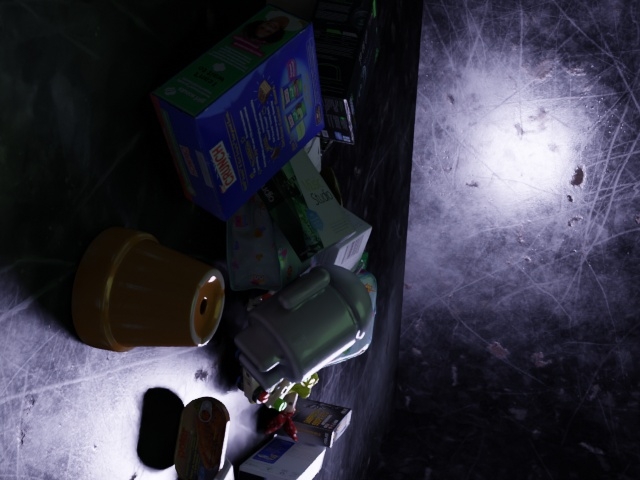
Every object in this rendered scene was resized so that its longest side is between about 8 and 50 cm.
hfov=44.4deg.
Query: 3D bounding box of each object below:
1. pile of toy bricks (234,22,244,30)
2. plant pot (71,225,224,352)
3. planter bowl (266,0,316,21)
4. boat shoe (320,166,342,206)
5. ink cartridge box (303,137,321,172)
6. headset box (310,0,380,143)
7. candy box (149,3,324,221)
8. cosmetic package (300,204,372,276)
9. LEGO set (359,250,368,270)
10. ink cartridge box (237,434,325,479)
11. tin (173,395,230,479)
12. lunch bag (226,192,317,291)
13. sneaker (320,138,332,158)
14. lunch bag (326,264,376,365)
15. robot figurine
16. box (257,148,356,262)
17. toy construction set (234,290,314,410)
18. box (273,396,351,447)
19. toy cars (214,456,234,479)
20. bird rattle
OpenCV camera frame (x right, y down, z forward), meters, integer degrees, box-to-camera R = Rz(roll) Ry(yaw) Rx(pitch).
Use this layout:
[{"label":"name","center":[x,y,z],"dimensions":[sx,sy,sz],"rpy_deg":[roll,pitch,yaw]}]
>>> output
[{"label":"pile of toy bricks","center":[-0.145,-0.342,1.637],"dimensions":[0.105,0.118,0.212],"rpy_deg":[-48,166,-6]},{"label":"plant pot","center":[-0.266,0.091,1.280],"dimensions":[0.205,0.187,0.205],"rpy_deg":[9,90,-74]},{"label":"planter bowl","center":[-0.046,-0.550,1.816],"dimensions":[0.162,0.109,0.162],"rpy_deg":[9,90,-74]},{"label":"boat shoe","center":[0.038,-0.141,2.267],"dimensions":[0.049,0.056,0.152],"rpy_deg":[-33,116,-66]},{"label":"ink cartridge box","center":[-0.066,-0.236,1.963],"dimensions":[0.159,0.092,0.218],"rpy_deg":[-61,153,-50]},{"label":"headset box","center":[0.043,-0.404,1.793],"dimensions":[0.246,0.131,0.283],"rpy_deg":[69,35,-72]},{"label":"candy box","center":[-0.141,-0.240,1.479],"dimensions":[0.317,0.122,0.268],"rpy_deg":[-47,150,-28]},{"label":"cosmetic package","center":[0.000,0.000,1.979],"dimensions":[0.151,0.183,0.151],"rpy_deg":[-32,149,-45]},{"label":"LEGO set","center":[-0.014,0.113,2.220],"dimensions":[0.254,0.192,0.331],"rpy_deg":[-19,126,-27]},{"label":"ink cartridge box","center":[-0.097,0.631,2.223],"dimensions":[0.332,0.165,0.065],"rpy_deg":[-12,111,-72]},{"label":"tin","center":[-0.253,0.427,1.677],"dimensions":[0.040,0.106,0.190],"rpy_deg":[4,96,-82]},{"label":"lunch bag","center":[-0.116,-0.039,1.795],"dimensions":[0.223,0.160,0.262],"rpy_deg":[-34,120,-64]},{"label":"sneaker","center":[0.010,-0.277,2.078],"dimensions":[0.227,0.087,0.130],"rpy_deg":[-31,-151,56]},{"label":"lunch bag","center":[0.032,0.196,2.097],"dimensions":[0.224,0.108,0.279],"rpy_deg":[-15,124,-27]},{"label":"robot figurine","center":[-0.024,0.188,1.800],"dimensions":[0.353,0.200,0.300],"rpy_deg":[-34,147,-22]},{"label":"box","center":[-0.062,-0.120,1.726],"dimensions":[0.322,0.058,0.232],"rpy_deg":[56,25,3]},{"label":"toy construction set","center":[-0.118,0.293,1.978],"dimensions":[0.215,0.151,0.328],"rpy_deg":[-35,129,-34]},{"label":"box","center":[-0.020,0.555,2.412],"dimensions":[0.231,0.183,0.056],"rpy_deg":[-14,114,-72]},{"label":"toy cars","center":[-0.257,0.661,1.808],"dimensions":[0.176,0.087,0.394],"rpy_deg":[43,56,-70]},{"label":"bird rattle","center":[-0.080,0.437,2.257],"dimensions":[0.207,0.143,0.254],"rpy_deg":[-85,180,-62]}]
